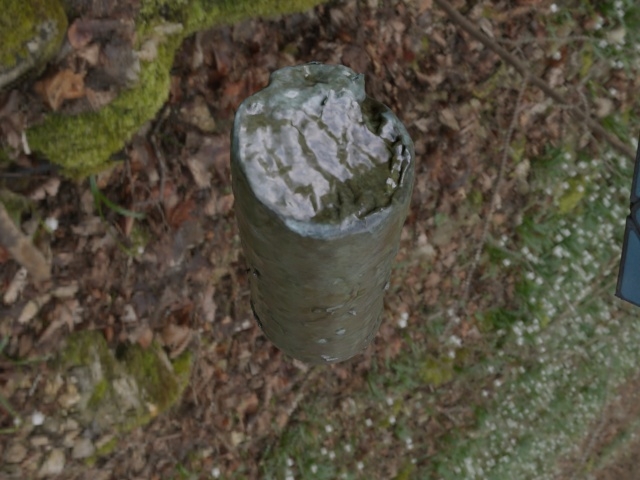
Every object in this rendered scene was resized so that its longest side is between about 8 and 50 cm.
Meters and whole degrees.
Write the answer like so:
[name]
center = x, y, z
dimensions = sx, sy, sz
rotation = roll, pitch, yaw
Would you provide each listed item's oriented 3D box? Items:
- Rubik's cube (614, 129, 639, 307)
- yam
[Rubik's cube]
center = 0.435, -0.021, 0.827
dimensions = 0.207, 0.205, 0.205
rotation = -17, 118, -30
[yam]
center = 0.000, 0.000, 0.491
dimensions = 0.093, 0.093, 0.259
rotation = -15, 160, -7
